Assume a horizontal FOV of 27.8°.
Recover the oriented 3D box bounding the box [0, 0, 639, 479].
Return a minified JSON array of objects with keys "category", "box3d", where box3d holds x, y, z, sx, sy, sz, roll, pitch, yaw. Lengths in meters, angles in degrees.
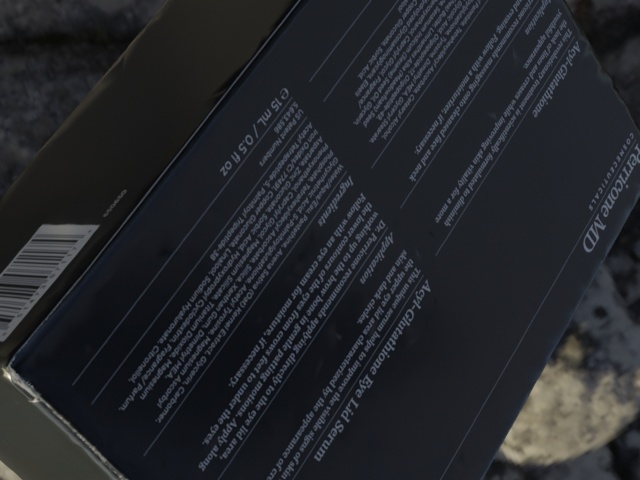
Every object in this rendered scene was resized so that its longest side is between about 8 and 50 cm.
[{"category":"box","box3d":[0.000,0.000,0.483,0.184,0.103,0.261,50,60,-28]}]
